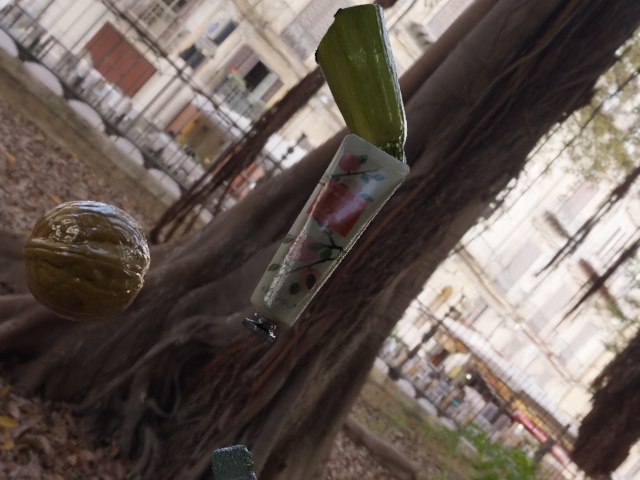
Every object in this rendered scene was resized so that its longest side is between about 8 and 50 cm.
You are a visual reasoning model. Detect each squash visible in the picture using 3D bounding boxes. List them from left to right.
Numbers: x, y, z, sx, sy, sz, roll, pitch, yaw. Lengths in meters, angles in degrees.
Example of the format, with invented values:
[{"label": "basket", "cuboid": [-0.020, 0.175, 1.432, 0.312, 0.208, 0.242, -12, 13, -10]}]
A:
[{"label": "squash", "cuboid": [0.074, -0.218, 1.181, 0.137, 0.137, 0.287, -164, -121, -88]}]

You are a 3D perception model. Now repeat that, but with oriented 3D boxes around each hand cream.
[{"label": "hand cream", "cuboid": [0.000, 0.000, 0.760, 0.080, 0.234, 0.050, 32, -7, 10]}]

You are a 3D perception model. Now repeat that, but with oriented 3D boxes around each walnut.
[{"label": "walnut", "cuboid": [-0.427, 0.037, 1.337, 0.228, 0.228, 0.228, 42, -1, 1]}]

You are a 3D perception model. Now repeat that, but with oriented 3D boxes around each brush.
[{"label": "brush", "cuboid": [-0.104, 0.389, 1.046, 0.021, 0.070, 0.196, -19, 91, -65]}]
